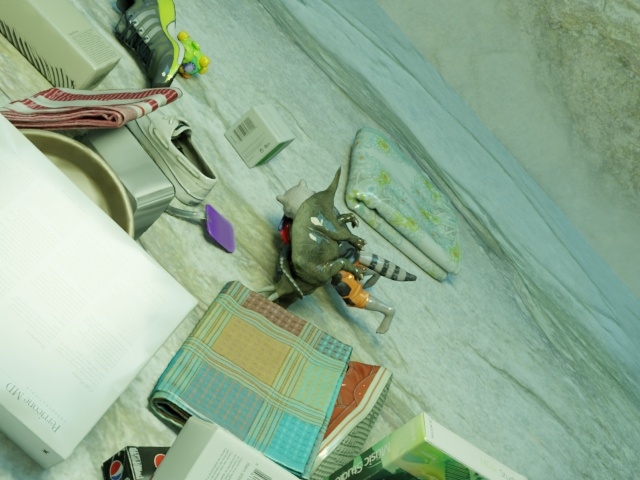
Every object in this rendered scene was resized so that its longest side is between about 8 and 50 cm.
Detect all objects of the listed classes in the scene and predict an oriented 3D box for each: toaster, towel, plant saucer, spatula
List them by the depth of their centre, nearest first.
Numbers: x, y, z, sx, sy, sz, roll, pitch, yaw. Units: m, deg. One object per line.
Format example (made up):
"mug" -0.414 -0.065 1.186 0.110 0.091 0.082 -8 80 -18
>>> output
"plant saucer" -0.404 -0.022 1.246 0.278 0.041 0.277 7 73 -25
"toaster" -0.336 -0.072 1.396 0.185 0.168 0.110 51 31 4
"towel" -0.376 -0.220 1.423 0.329 0.237 0.037 -68 156 -72
"towel" -0.097 0.218 1.450 0.272 0.040 0.370 30 31 -1
"spatula" -0.262 -0.057 1.622 0.297 0.030 0.084 26 39 -38
"towel" 0.222 -0.098 2.303 0.374 0.090 0.320 38 30 -20

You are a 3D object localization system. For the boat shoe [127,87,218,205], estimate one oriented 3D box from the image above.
"boat shoe" -0.286 -0.196 1.692 0.096 0.088 0.267 -6 61 -57

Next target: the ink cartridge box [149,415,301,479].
"ink cartridge box" -0.098 0.386 1.143 0.273 0.114 0.197 38 73 -20

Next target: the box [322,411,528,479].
"box" 0.117 0.401 1.311 0.232 0.322 0.058 35 28 -25

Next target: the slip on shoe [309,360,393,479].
"slip on shoe" 0.029 0.315 1.535 0.101 0.123 0.331 19 31 15

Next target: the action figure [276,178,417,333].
"action figure" 0.037 -0.005 1.847 0.330 0.179 0.341 47 28 -26

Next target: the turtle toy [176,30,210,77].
"turtle toy" -0.293 -0.402 1.924 0.095 0.066 0.130 49 -15 -3

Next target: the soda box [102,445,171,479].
"soda box" -0.211 0.319 1.215 0.169 0.060 0.053 17 44 -47

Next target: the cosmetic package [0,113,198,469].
"cosmetic package" -0.388 0.059 1.135 0.377 0.097 0.284 45 50 -9

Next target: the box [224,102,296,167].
"box" -0.132 -0.231 1.940 0.102 0.101 0.087 54 28 3

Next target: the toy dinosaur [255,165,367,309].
"toy dinosaur" 0.000 0.000 1.654 0.160 0.121 0.313 19 84 -32

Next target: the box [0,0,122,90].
"box" -0.505 -0.394 1.610 0.275 0.094 0.113 46 28 -6

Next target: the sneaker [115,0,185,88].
"sneaker" -0.366 -0.414 1.848 0.121 0.111 0.299 10 43 -31
